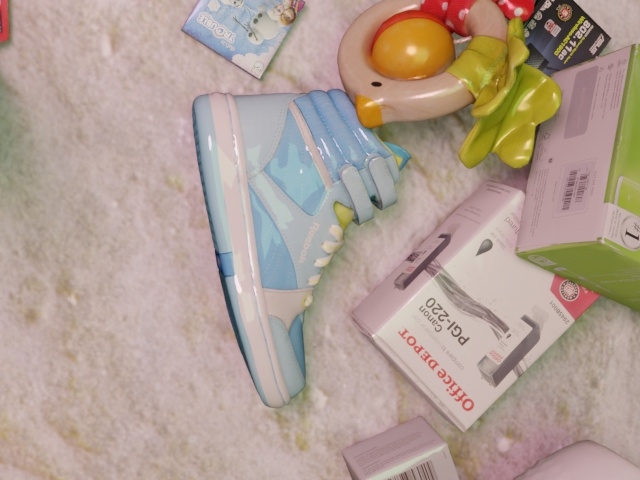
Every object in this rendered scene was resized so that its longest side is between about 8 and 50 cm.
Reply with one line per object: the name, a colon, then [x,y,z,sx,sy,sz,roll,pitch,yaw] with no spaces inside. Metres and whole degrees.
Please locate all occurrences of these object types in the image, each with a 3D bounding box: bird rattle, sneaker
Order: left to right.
sneaker: [0.000,0.000,0.899,0.208,0.127,0.319,-12,103,-10]
bird rattle: [0.115,-0.194,0.855,0.207,0.143,0.253,-12,59,6]

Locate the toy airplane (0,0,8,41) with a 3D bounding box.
toy airplane: [-0.284,-0.259,0.832,0.151,0.028,0.151,-3,102,-14]

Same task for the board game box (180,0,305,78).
board game box: [-0.076,-0.220,0.895,0.090,0.020,0.090,30,93,-17]

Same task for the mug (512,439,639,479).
mug: [0.246,0.376,0.911,0.276,0.374,0.328,33,83,24]

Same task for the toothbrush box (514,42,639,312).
toothbrush box: [0.357,-0.038,0.932,0.283,0.122,0.206,24,73,-27]

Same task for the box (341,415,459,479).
box: [0.093,0.264,0.987,0.101,0.087,0.102,-22,105,-9]

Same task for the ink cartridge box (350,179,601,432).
ink cartridge box: [0.164,0.068,0.969,0.218,0.092,0.158,-44,106,-1]

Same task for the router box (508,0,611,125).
router box: [0.235,-0.196,0.967,0.092,0.038,0.122,37,89,-18]
